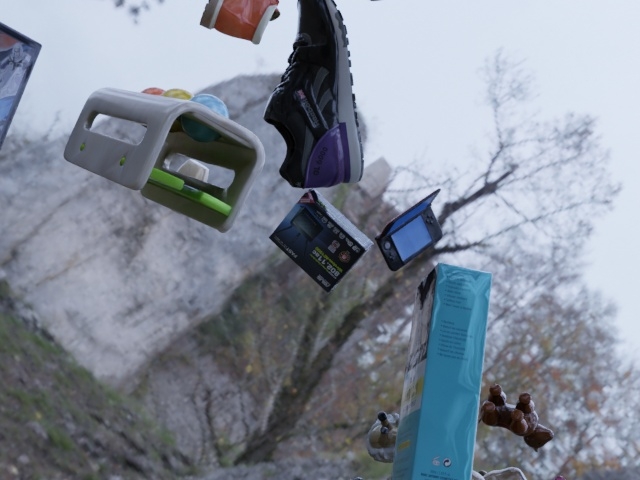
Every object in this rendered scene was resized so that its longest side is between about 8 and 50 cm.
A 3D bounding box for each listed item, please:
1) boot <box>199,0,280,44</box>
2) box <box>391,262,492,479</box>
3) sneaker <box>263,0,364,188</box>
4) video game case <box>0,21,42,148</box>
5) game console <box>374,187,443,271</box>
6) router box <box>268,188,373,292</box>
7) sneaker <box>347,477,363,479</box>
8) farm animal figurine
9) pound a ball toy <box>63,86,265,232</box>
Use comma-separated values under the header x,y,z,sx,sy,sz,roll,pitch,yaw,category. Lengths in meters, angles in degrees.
x,y,z,sx,sy,sz,roll,pitch,yaw,category
-0.082,-0.308,1.105,0.084,0.158,0.059,22,-27,-5,boot
0.122,0.155,0.917,0.060,0.244,0.100,11,-20,-4,box
-0.022,-0.213,1.255,0.107,0.124,0.283,166,-85,-78,sneaker
-0.523,-0.203,1.183,0.035,0.248,0.275,19,-3,34,video game case
0.188,-0.019,1.773,0.085,0.144,0.124,11,-49,62,game console
0.000,0.000,1.279,0.122,0.038,0.092,43,-64,6,router box
0.031,0.494,1.687,0.121,0.302,0.108,-58,-147,25,sneaker
0.243,0.404,1.350,0.172,0.326,0.330,71,12,-50,farm animal figurine
-0.167,-0.104,1.091,0.208,0.136,0.319,26,-2,-33,pound a ball toy
